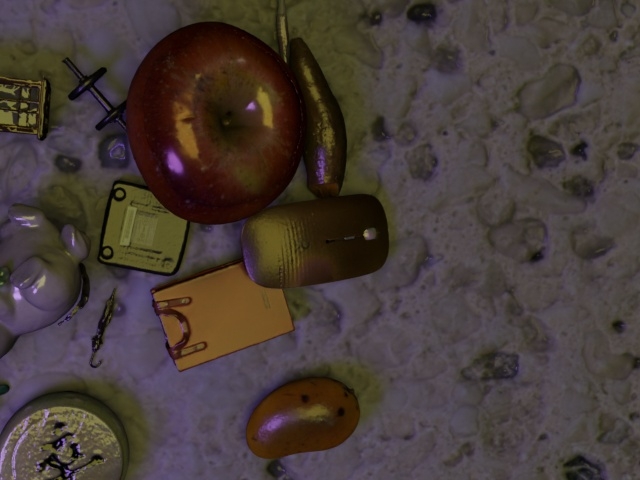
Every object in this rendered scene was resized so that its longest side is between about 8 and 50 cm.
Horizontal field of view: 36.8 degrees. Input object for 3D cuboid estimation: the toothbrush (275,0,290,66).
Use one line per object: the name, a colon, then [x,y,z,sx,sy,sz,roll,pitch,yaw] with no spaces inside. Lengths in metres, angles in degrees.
toothbrush: [-0.061,-0.297,1.429,0.029,0.024,0.354,-7,97,-4]

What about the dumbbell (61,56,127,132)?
dumbbell: [-0.310,-0.200,1.361,0.069,0.069,0.147,-42,103,-5]

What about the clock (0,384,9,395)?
clock: [-0.516,0.231,1.374,0.135,0.041,0.101,-31,100,-9]

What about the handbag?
handbag: [-0.147,0.104,1.432,0.190,0.063,0.127,-18,99,-12]

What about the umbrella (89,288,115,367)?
umbrella: [-0.323,0.129,1.419,0.022,0.013,0.122,12,92,-25]

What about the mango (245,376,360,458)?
mango: [-0.028,0.267,1.461,0.178,0.090,0.115,-9,105,-3]

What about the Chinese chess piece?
Chinese chess piece: [-0.372,0.313,1.392,0.188,0.083,0.188,-1,98,-10]

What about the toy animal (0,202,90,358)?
toy animal: [-0.452,0.102,1.296,0.325,0.208,0.154,-60,144,-11]

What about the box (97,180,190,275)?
box: [-0.256,-0.016,1.413,0.125,0.027,0.126,11,93,-13]

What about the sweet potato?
sweet potato: [0.001,-0.179,1.423,0.077,0.077,0.244,-9,103,-11]

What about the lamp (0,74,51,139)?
lamp: [-0.536,-0.195,1.304,0.325,0.090,0.089,5,93,-14]

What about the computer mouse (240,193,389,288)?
computer mouse: [0.000,0.000,1.428,0.245,0.056,0.126,-8,94,-27]

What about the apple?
apple: [-0.146,-0.161,1.335,0.251,0.206,0.272,-32,104,-19]
